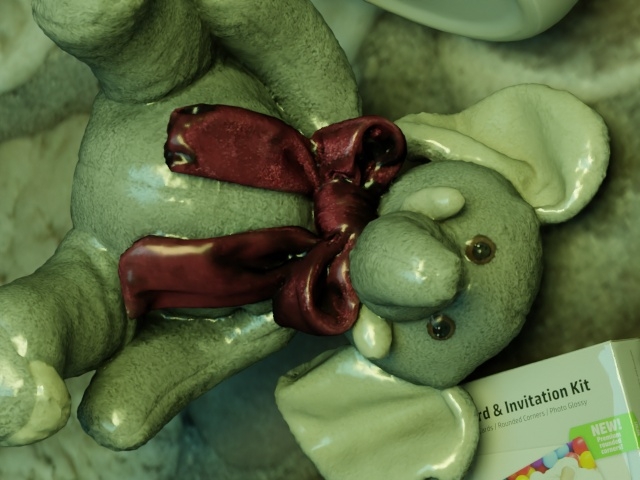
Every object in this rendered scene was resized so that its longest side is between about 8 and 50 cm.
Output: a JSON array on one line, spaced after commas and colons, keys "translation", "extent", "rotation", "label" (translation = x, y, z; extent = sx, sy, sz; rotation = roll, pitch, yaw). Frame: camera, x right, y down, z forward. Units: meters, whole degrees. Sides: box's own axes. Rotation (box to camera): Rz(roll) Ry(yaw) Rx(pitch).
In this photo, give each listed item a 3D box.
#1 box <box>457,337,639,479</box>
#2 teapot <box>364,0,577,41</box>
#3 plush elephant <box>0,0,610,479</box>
[{"translation": [0.130, 0.160, 1.015], "extent": [0.145, 0.038, 0.186], "rotation": [-20, 77, 36], "label": "box"}, {"translation": [0.057, -0.233, 0.967], "extent": [0.256, 0.252, 0.187], "rotation": [24, 82, 19], "label": "teapot"}, {"translation": [0.000, 0.000, 0.979], "extent": [0.255, 0.330, 0.271], "rotation": [16, 92, 19], "label": "plush elephant"}]
